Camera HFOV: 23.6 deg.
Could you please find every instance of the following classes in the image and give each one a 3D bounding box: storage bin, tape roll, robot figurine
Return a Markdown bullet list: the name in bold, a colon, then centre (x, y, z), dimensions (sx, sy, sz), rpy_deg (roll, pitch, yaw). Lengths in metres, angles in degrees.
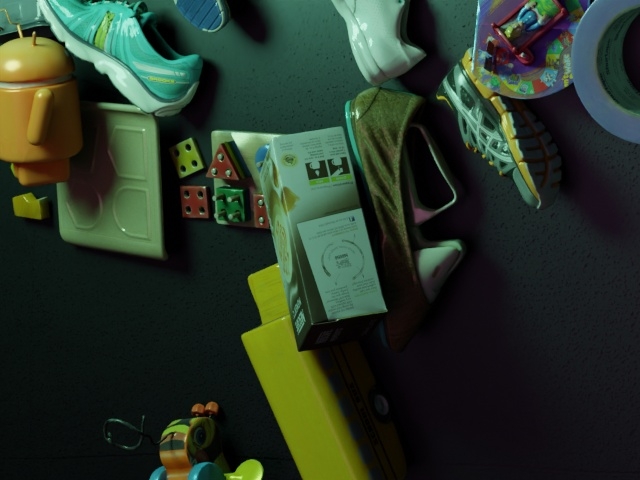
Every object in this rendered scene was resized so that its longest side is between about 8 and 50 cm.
- **storage bin**: centre (-0.428, -0.340, 2.203), dimensions (0.135, 0.098, 0.091), rpy_deg (-8, 88, 34)
- **tape roll**: centre (0.384, -0.205, 1.717), dimensions (0.189, 0.080, 0.189), rpy_deg (10, 108, 32)
- **robot figurine**: centre (-0.399, -0.189, 2.140), dimensions (0.128, 0.158, 0.219), rpy_deg (2, 108, 19)

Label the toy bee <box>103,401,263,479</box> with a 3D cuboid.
- **toy bee**: centre (-0.168, 0.318, 2.191), dimensions (0.195, 0.162, 0.298), rpy_deg (9, 133, 22)

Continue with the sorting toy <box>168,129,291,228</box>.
- **sorting toy**: centre (-0.106, -0.080, 2.087), dimensions (0.274, 0.046, 0.132), rpy_deg (6, 106, 32)

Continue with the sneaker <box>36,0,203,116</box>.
- **sneaker**: centre (-0.276, -0.290, 2.118), dimensions (0.275, 0.107, 0.110), rpy_deg (39, 114, 7)

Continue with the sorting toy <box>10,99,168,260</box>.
- **sorting toy**: centre (-0.340, -0.097, 2.239), dimensions (0.307, 0.041, 0.229), rpy_deg (9, 111, 37)

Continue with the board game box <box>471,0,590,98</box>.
- **board game box**: centre (0.243, -0.251, 1.784), dimensions (0.133, 0.033, 0.169), rpy_deg (5, 86, 18)

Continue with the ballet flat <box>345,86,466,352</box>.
- **ballet flat**: centre (0.117, -0.028, 1.935), dimensions (0.124, 0.116, 0.342), rpy_deg (-7, 95, 15)

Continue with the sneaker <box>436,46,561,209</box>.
- **sneaker**: centre (0.217, -0.127, 1.849), dimensions (0.083, 0.084, 0.215), rpy_deg (-37, 71, 34)

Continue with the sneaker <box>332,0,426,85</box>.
- **sneaker**: centre (0.066, -0.306, 1.910), dimensions (0.094, 0.080, 0.212), rpy_deg (-24, 90, 18)

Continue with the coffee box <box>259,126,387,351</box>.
- **coffee box**: centre (0.000, 0.000, 1.931), dimensions (0.141, 0.098, 0.246), rpy_deg (113, 146, -70)

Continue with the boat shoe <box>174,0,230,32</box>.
- **boat shoe**: centre (-0.168, -0.355, 2.040), dimensions (0.066, 0.066, 0.183), rpy_deg (-43, 73, 31)

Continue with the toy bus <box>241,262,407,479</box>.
- **toy bus**: centre (-0.004, 0.187, 2.041), dimensions (0.108, 0.130, 0.333), rpy_deg (-24, 89, 35)
